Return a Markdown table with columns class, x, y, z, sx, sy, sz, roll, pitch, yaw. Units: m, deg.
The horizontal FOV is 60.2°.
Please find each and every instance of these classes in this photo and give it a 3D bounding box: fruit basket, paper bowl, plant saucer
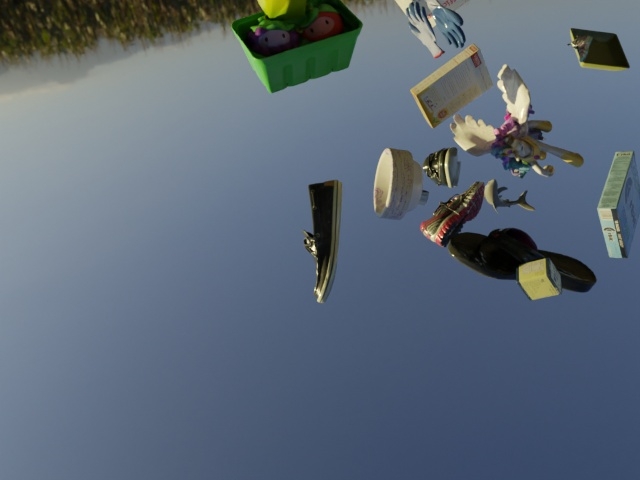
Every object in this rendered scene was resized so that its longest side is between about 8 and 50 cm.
| class | x | y | z | sx | sy | sz | roll | pitch | yaw |
| --- | --- | --- | --- | --- | --- | --- | --- | --- | --- |
| fruit basket | -0.085 | -0.697 | 1.708 | 0.392 | 0.392 | 0.283 | -19 | -127 | -16 |
| paper bowl | 0.316 | -0.222 | 2.215 | 0.148 | 0.284 | 0.284 | 6 | -155 | -9 |
| plant saucer | 1.015 | -0.692 | 2.028 | 0.188 | 0.045 | 0.188 | 4 | -122 | -7 |

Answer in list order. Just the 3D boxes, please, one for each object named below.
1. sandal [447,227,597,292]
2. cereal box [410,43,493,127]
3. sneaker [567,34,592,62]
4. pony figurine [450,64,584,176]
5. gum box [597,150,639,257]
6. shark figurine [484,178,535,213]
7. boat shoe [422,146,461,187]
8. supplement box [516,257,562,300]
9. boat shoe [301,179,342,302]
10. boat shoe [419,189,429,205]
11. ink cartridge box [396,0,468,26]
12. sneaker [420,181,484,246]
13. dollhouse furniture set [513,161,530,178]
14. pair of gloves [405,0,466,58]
| class | x | y | z | sx | sy | sz | roll | pitch | yaw |
| --- | --- | --- | --- | --- | --- | --- | --- | --- | --- |
| sandal | 0.547 | 0.030 | 1.478 | 0.446 | 0.107 | 0.167 | 10 | -147 | -16 |
| cereal box | 0.426 | -0.493 | 1.779 | 0.240 | 0.173 | 0.047 | -35 | -131 | 8 |
| sneaker | 0.838 | -0.626 | 1.797 | 0.069 | 0.038 | 0.098 | 18 | -108 | 19 |
| pony figurine | 0.656 | -0.359 | 1.840 | 0.364 | 0.302 | 0.351 | 5 | -134 | -34 |
| gum box | 0.671 | -0.080 | 1.229 | 0.041 | 0.157 | 0.184 | 4 | -130 | 42 |
| shark figurine | 0.812 | -0.165 | 2.468 | 0.278 | 0.166 | 0.116 | 17 | -129 | -31 |
| boat shoe | 0.398 | -0.243 | 1.829 | 0.113 | 0.127 | 0.340 | 9 | -173 | 18 |
| supplement box | 0.545 | 0.097 | 1.375 | 0.083 | 0.083 | 0.056 | -19 | -141 | 36 |
| boat shoe | 0.000 | 0.000 | 2.226 | 0.156 | 0.499 | 0.187 | 4 | 178 | 1 |
| boat shoe | 0.398 | -0.222 | 2.450 | 0.228 | 0.081 | 0.079 | 15 | -165 | -40 |
| ink cartridge box | 0.342 | -0.885 | 1.824 | 0.226 | 0.306 | 0.131 | -23 | -152 | 47 |
| sneaker | 0.479 | -0.114 | 1.958 | 0.299 | 0.120 | 0.112 | -43 | -127 | -20 |
| dollhouse furniture set | 0.694 | -0.290 | 2.016 | 0.076 | 0.058 | 0.151 | 18 | -157 | -47 |
| pair of gloves | 0.287 | -0.538 | 1.375 | 0.023 | 0.159 | 0.198 | -41 | -166 | -11 |
